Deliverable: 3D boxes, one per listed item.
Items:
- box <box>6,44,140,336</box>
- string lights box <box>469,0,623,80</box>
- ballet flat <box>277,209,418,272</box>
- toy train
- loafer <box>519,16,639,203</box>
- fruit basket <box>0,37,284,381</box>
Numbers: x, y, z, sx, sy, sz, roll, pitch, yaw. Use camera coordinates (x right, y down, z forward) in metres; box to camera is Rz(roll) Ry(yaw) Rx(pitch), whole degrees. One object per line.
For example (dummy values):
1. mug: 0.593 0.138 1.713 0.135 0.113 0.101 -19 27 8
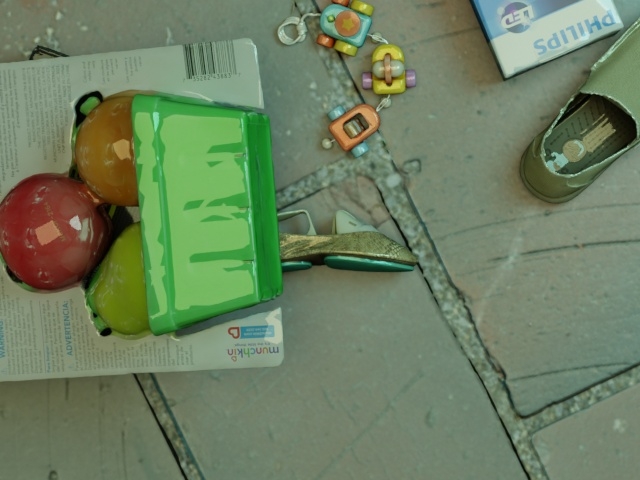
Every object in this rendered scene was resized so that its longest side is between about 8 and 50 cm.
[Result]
1. box: -0.243 -0.044 1.752 0.216 0.060 0.270 21 94 3
2. string lights box: 0.200 -0.310 1.705 0.133 0.077 0.260 -22 91 5
3. ballet flat: 0.000 0.000 1.737 0.206 0.073 0.067 0 78 0
4. toy train: 0.029 -0.177 1.736 0.125 0.046 0.166 -29 91 4
5. loafer: 0.315 -0.143 1.697 0.102 0.092 0.268 41 94 1
6. fruit basket: -0.215 -0.025 1.667 0.353 0.165 0.327 -5 92 19
